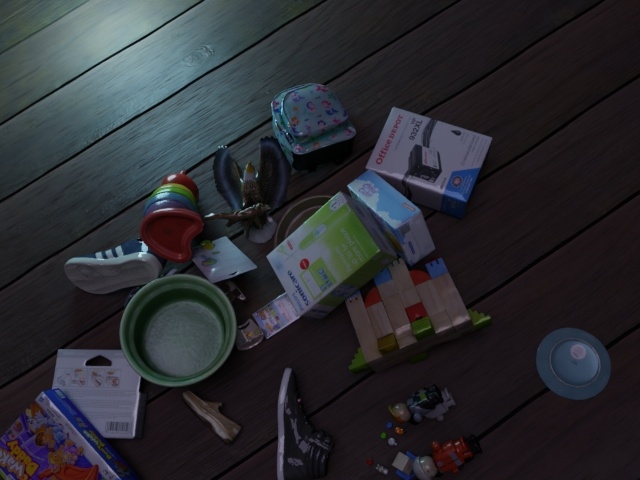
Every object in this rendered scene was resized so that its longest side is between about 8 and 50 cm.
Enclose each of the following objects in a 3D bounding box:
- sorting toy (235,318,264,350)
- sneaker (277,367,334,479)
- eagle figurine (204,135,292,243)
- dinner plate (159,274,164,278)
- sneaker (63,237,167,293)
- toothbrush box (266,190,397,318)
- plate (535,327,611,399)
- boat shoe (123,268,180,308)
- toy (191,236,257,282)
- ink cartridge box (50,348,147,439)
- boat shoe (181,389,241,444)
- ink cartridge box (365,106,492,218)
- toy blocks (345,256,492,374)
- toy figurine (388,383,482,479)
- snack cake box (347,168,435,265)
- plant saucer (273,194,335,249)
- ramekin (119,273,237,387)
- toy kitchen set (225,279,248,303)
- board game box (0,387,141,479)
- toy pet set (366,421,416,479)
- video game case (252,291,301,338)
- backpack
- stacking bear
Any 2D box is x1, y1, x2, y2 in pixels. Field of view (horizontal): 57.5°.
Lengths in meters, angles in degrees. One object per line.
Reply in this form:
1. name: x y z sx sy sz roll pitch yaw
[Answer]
1. sorting toy: -0.207 0.264 1.662 0.083 0.045 0.075 -30 62 -2
2. sneaker: -0.036 0.484 1.531 0.146 0.104 0.296 -2 76 5
3. eagle figurine: -0.209 -0.164 1.759 0.226 0.225 0.298 25 34 -24
4. dinner plate: -0.465 0.172 1.742 0.141 0.017 0.141 -3 71 8
5. sneaker: -0.602 0.065 1.757 0.349 0.131 0.148 -4 35 20
6. toothbrush box: 0.027 0.044 1.561 0.283 0.122 0.206 -41 63 19
7. plate: 0.663 0.320 1.526 0.188 0.024 0.188 -3 71 8
8. boat shoe: -0.498 0.144 1.712 0.083 0.065 0.183 32 77 19
9. toy: -0.288 0.068 1.680 0.136 0.056 0.237 -20 34 -24
10. ink cartridge box: -0.629 0.433 1.651 0.275 0.060 0.239 -1 70 8
11. boat shoe: -0.296 0.469 1.595 0.190 0.068 0.072 41 68 9
12. ink cartridge box: 0.314 -0.230 1.711 0.307 0.129 0.223 21 75 15
13. toy blocks: 0.226 0.172 1.574 0.381 0.191 0.261 -24 56 9
14. toy figurine: 0.277 0.472 1.433 0.148 0.213 0.210 -33 66 13
15. snack cake box: 0.190 -0.067 1.603 0.089 0.152 0.264 -35 40 -5
16. plant saucer: 0.000 0.000 1.718 0.277 0.041 0.278 -3 71 10
17. ramekin: -0.381 0.257 1.600 0.303 0.148 0.304 3 68 -7
18. toy kitchen set: -0.258 0.168 1.677 0.075 0.083 0.068 -40 70 -7
19. board game box: -0.682 0.603 1.546 0.347 0.078 0.233 42 90 11
20. toy pet set: 0.201 0.555 1.503 0.114 0.065 0.122 15 67 49
21. video game case: -0.124 0.216 1.681 0.122 0.011 0.087 -33 70 -4
22. backpack: -0.034 -0.365 1.784 0.225 0.191 0.254 -21 60 -13
23. stacking bear: -0.430 -0.098 1.727 0.164 0.175 0.289 18 31 -17
